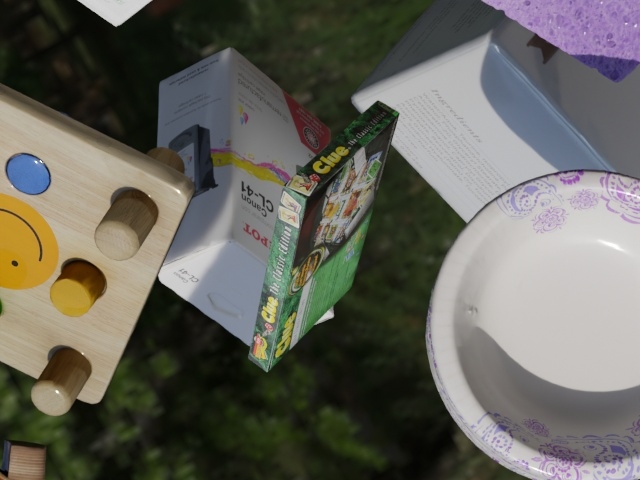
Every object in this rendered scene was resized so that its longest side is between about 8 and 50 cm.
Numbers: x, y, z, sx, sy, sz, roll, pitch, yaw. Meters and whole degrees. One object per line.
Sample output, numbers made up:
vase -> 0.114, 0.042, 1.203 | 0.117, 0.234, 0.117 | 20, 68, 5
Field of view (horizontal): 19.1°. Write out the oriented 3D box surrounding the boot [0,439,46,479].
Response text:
boot -> -0.413, 0.299, 2.161 | 0.073, 0.197, 0.152 | -170, 89, -81

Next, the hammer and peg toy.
hammer and peg toy -> -0.301, -0.034, 1.541 | 0.361, 0.266, 0.127 | 27, -143, -1

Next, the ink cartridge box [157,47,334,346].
ink cartridge box -> -0.094, -0.054, 2.397 | 0.226, 0.131, 0.306 | 38, -142, -43

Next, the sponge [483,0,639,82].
sponge -> 0.241, -0.242, 1.825 | 0.210, 0.117, 0.031 | 29, -135, -17

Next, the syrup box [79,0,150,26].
syrup box -> -0.108, -0.281, 1.473 | 0.096, 0.237, 0.093 | 35, -146, -39

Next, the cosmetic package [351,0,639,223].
cosmetic package -> 0.311, -0.198, 2.284 | 0.327, 0.329, 0.393 | 46, 161, -12

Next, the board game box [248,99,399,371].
board game box -> 0.000, 0.000, 1.690 | 0.030, 0.136, 0.260 | 33, 144, 15

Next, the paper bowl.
paper bowl -> 0.239, 0.085, 1.745 | 0.284, 0.284, 0.148 | 60, 177, 8
